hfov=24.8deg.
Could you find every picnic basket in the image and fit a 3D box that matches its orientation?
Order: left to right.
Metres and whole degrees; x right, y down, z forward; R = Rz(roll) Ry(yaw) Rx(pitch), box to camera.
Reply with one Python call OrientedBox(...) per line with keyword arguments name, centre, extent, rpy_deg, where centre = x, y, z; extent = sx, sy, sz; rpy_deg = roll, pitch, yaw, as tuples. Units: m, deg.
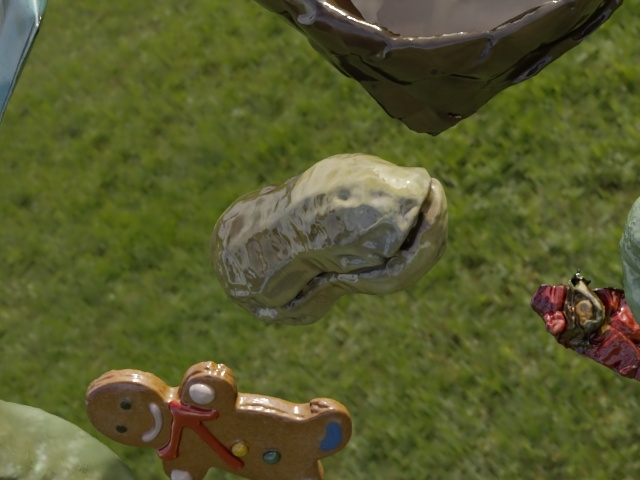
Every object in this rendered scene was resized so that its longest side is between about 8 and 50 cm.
OrientedBox(name="picnic basket", centre=(0.050, -0.267, 0.862), extent=(0.293, 0.337, 0.337), rpy_deg=(-39, 32, -8))

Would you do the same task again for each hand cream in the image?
OrientedBox(name="hand cream", centre=(-0.242, -0.236, 1.163), extent=(0.111, 0.070, 0.312), rpy_deg=(125, 150, -41))

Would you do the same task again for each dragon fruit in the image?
OrientedBox(name="dragon fruit", centre=(0.307, 0.079, 1.536), extent=(0.092, 0.192, 0.122), rpy_deg=(-64, 22, 12))

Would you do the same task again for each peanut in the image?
OrientedBox(name="peanut", centre=(0.000, 0.000, 1.238), extent=(0.290, 0.130, 0.130), rpy_deg=(-22, 38, 52))

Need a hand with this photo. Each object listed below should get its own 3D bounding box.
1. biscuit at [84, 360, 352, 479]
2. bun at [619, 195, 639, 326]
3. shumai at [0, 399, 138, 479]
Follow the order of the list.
OrientedBox(name="biscuit", centre=(-0.136, 0.240, 1.806), extent=(0.049, 0.324, 0.205), rpy_deg=(-78, 10, -52))
OrientedBox(name="bun", centre=(0.359, 0.028, 1.300), extent=(0.195, 0.195, 0.118), rpy_deg=(-28, 19, 25))
OrientedBox(name="shumai", centre=(-0.280, 0.316, 0.986), extent=(0.323, 0.324, 0.397), rpy_deg=(-24, 76, 52))
